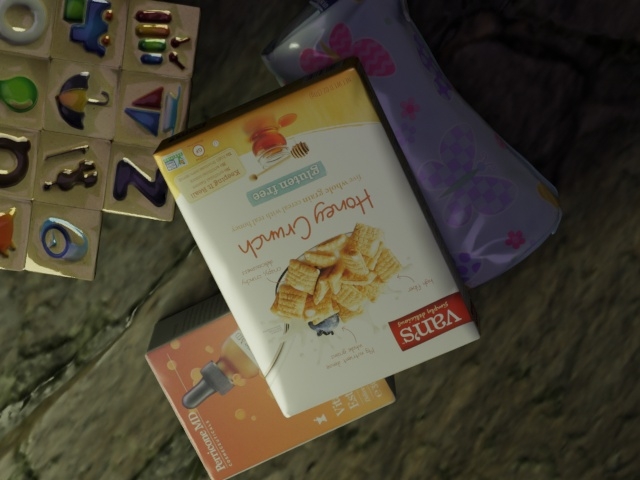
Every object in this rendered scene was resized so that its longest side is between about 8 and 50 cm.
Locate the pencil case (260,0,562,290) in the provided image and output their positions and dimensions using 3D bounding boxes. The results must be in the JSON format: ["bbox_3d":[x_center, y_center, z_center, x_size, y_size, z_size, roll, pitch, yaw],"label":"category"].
[{"bbox_3d":[0.074,-0.089,1.401,0.124,0.113,0.273,-41,100,-16],"label":"pencil case"}]

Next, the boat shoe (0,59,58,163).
[{"bbox_3d":[-0.274,-0.046,1.432,0.081,0.068,0.227,34,101,2],"label":"boat shoe"}]

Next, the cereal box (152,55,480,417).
[{"bbox_3d":[0.000,0.000,1.348,0.173,0.047,0.240,-24,105,11],"label":"cereal box"}]

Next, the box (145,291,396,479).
[{"bbox_3d":[-0.040,0.101,1.456,0.170,0.091,0.130,-26,102,6],"label":"box"}]

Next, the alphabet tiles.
[{"bbox_3d":[-0.272,-0.123,1.379,0.343,0.011,0.285,8,97,4],"label":"alphabet tiles"}]
